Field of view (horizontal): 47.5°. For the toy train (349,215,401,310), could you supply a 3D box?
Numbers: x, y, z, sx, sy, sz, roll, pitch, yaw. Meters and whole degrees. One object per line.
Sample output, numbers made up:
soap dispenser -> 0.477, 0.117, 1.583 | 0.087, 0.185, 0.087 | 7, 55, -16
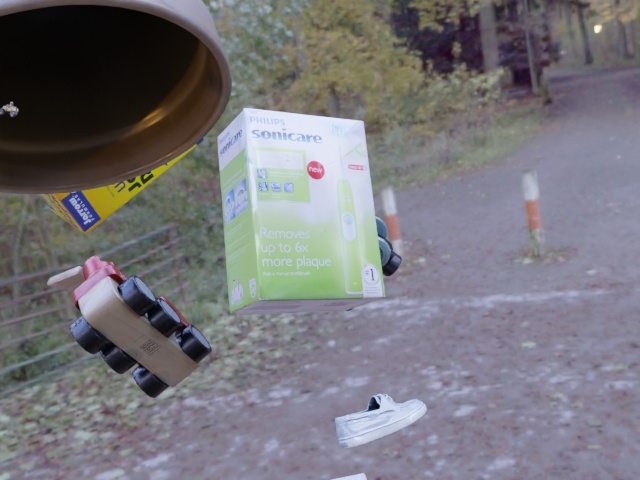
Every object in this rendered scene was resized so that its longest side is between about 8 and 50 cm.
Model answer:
toy train -> 0.000, 0.000, 1.485 | 0.190, 0.333, 0.142 | -51, 17, 21

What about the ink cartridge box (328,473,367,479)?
ink cartridge box -> 0.015, 0.490, 1.035 | 0.171, 0.233, 0.168 | -18, 13, 19

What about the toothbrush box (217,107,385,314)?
toothbrush box -> -0.033, -0.038, 1.102 | 0.206, 0.283, 0.122 | 2, -17, -28

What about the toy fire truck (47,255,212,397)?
toy fire truck -> -0.319, 0.112, 1.157 | 0.158, 0.217, 0.246 | -39, 42, 0

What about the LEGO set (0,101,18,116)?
LEGO set -> -0.289, -0.116, 0.591 | 0.054, 0.024, 0.083 | 18, 16, 41

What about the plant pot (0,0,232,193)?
plant pot -> -0.281, -0.247, 0.758 | 0.323, 0.281, 0.323 | -15, -19, -6

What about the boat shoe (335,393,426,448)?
boat shoe -> 0.130, 0.370, 1.553 | 0.227, 0.081, 0.079 | -14, -8, -32

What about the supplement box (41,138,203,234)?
supplement box -> -0.481, -0.219, 1.646 | 0.356, 0.194, 0.195 | -43, 42, -20
